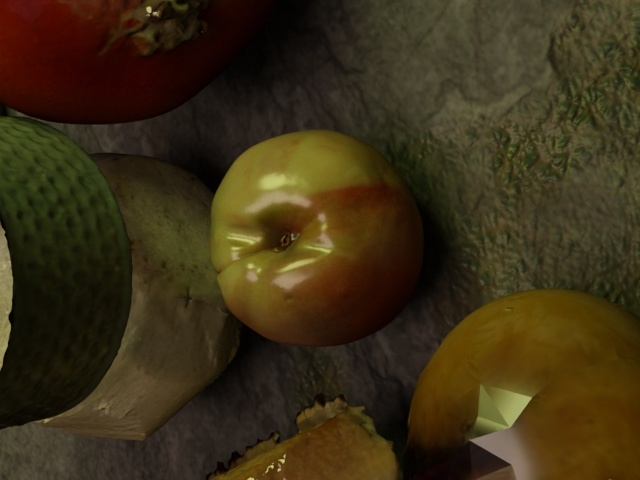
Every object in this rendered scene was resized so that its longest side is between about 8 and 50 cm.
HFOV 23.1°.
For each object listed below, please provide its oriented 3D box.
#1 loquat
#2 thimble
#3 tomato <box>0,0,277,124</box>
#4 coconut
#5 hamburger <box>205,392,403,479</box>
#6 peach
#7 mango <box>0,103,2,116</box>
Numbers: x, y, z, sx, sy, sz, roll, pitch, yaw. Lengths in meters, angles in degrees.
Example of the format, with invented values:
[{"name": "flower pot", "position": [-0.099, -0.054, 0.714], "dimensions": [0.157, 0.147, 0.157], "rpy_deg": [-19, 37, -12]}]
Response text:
[{"name": "loquat", "position": [0.172, 0.152, 1.126], "dimensions": [0.235, 0.235, 0.235], "rpy_deg": [8, 102, 38]}, {"name": "thimble", "position": [-0.290, 0.028, 1.242], "dimensions": [0.270, 0.150, 0.271], "rpy_deg": [2, 95, 33]}, {"name": "tomato", "position": [-0.189, -0.252, 1.304], "dimensions": [0.321, 0.321, 0.322], "rpy_deg": [8, 102, 38]}, {"name": "coconut", "position": [-0.199, 0.059, 1.412], "dimensions": [0.247, 0.245, 0.245], "rpy_deg": [-45, 70, 35]}, {"name": "hamburger", "position": [-0.090, 0.332, 1.296], "dimensions": [0.268, 0.287, 0.445], "rpy_deg": [61, 148, 6]}, {"name": "peach", "position": [0.000, 0.000, 1.278], "dimensions": [0.184, 0.184, 0.184], "rpy_deg": [8, 102, 38]}, {"name": "mango", "position": [-0.432, -0.165, 1.655], "dimensions": [0.227, 0.099, 0.136], "rpy_deg": [31, 109, 22]}]
